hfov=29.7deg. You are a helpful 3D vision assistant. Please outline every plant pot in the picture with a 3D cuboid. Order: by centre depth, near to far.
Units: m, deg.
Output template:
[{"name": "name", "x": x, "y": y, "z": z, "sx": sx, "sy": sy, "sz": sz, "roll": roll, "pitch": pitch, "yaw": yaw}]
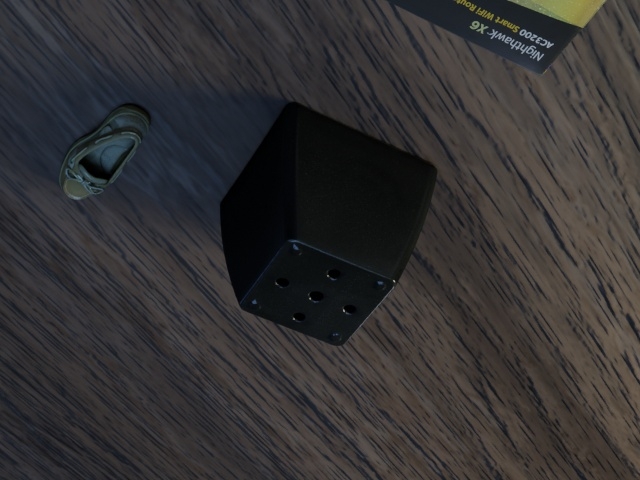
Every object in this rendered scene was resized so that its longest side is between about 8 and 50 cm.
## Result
[{"name": "plant pot", "x": 0.000, "y": 0.000, "z": 1.302, "sx": 0.187, "sy": 0.167, "sz": 0.188, "roll": 23, "pitch": 134, "yaw": -17}]

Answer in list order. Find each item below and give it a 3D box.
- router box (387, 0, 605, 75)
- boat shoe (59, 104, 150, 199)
[{"name": "router box", "x": 0.131, "y": -0.306, "z": 1.035, "sx": 0.309, "sy": 0.081, "sz": 0.243, "roll": 22, "pitch": 134, "yaw": -16}, {"name": "boat shoe", "x": -0.240, "y": -0.087, "z": 1.318, "sx": 0.056, "sy": 0.048, "sz": 0.153, "roll": 35, "pitch": 129, "yaw": -27}]
